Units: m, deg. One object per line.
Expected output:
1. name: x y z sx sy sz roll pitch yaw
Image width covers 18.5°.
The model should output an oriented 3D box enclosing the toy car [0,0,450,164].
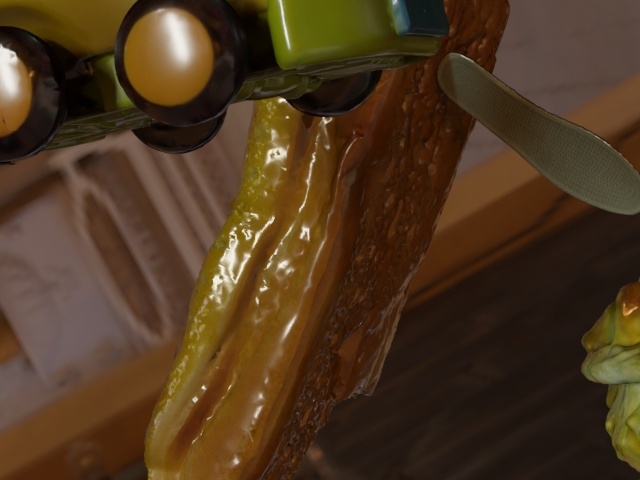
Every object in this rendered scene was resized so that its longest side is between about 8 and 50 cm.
1. toy car: -0.072 -0.115 0.897 0.200 0.248 0.142 -11 -90 -72

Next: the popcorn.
1. popcorn: 0.304 0.088 1.429 0.184 0.221 0.204 37 -160 -25

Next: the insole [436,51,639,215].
1. insole: 0.129 -0.062 1.152 0.153 0.002 0.053 38 141 15

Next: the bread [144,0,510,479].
1. bread: 0.000 0.000 1.249 0.109 0.380 0.185 23 -168 23
